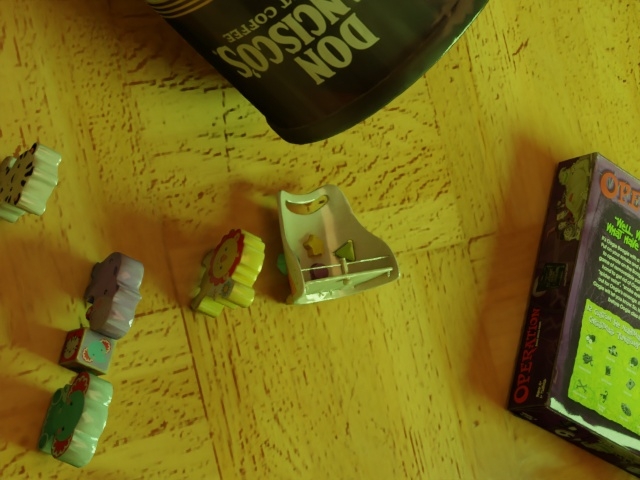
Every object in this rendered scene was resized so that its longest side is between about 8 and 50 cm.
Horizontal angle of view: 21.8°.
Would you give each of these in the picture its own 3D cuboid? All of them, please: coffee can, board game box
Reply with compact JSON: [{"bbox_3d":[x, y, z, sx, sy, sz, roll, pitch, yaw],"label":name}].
[{"bbox_3d":[-0.046,-0.222,0.995,0.275,0.201,0.201,43,58,-22],"label":"coffee can"},{"bbox_3d":[0.298,0.098,1.295,0.347,0.056,0.208,29,68,-30],"label":"board game box"}]

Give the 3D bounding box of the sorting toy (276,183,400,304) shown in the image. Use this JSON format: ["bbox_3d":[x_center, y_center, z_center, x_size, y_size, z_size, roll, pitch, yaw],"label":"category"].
[{"bbox_3d":[0.000,0.000,1.088,0.083,0.045,0.075,-8,78,-38],"label":"sorting toy"}]

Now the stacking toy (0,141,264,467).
[{"bbox_3d":[-0.129,0.070,0.963,0.167,0.052,0.221,26,66,-31],"label":"stacking toy"}]
